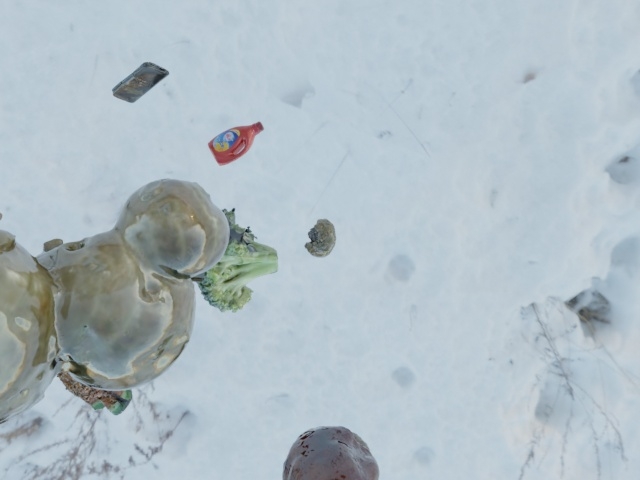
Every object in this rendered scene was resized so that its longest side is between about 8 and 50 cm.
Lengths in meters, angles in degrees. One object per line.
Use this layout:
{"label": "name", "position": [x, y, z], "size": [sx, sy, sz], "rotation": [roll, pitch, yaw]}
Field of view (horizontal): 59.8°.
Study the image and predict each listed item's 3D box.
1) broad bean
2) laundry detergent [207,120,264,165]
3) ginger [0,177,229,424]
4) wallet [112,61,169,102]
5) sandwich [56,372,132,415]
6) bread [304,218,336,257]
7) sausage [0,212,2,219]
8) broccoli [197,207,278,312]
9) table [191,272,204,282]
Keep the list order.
{"label": "broad bean", "position": [0.019, 0.379, 0.917], "size": [0.156, 0.228, 0.121], "rotation": [-7, 104, 9]}
{"label": "laundry detergent", "position": [-0.233, -0.282, 1.579], "size": [0.165, 0.097, 0.049], "rotation": [-30, 160, 0]}
{"label": "ginger", "position": [-0.222, 0.055, 0.481], "size": [0.304, 0.155, 0.244], "rotation": [-19, 139, -35]}
{"label": "wallet", "position": [-0.476, -0.414, 1.463], "size": [0.157, 0.018, 0.082], "rotation": [-25, 162, 28]}
{"label": "sandwich", "position": [-0.483, 0.272, 1.141], "size": [0.235, 0.159, 0.079], "rotation": [42, 93, 10]}
{"label": "bread", "position": [0.000, 0.000, 1.510], "size": [0.060, 0.082, 0.113], "rotation": [3, 125, -35]}
{"label": "sausage", "position": [-0.771, -0.076, 1.257], "size": [0.116, 0.026, 0.026], "rotation": [27, 114, 13]}
{"label": "broccoli", "position": [-0.283, 0.063, 1.852], "size": [0.281, 0.347, 0.293], "rotation": [-4, 162, -12]}
{"label": "table", "position": [-0.310, 0.040, 1.334], "size": [0.070, 0.083, 0.082], "rotation": [9, 127, -25]}
